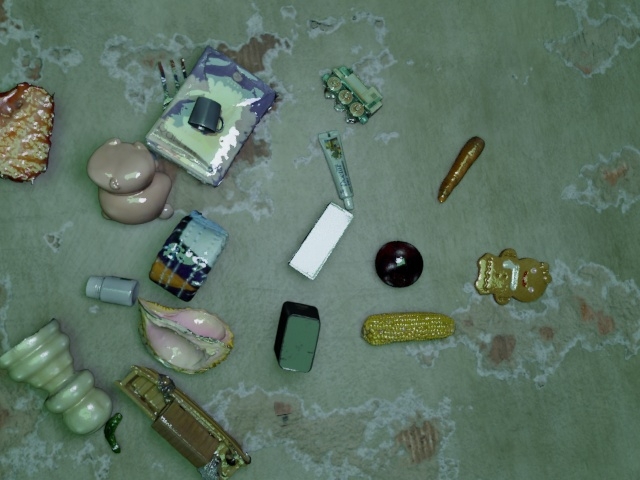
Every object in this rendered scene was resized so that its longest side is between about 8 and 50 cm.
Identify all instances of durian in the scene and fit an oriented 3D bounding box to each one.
[{"bbox_3d":[-0.404,0.294,1.447,0.305,0.185,0.195,21,107,-1],"label":"durian"}]

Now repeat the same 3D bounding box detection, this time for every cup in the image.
[{"bbox_3d":[-0.305,-0.339,1.369,0.100,0.078,0.077,20,86,-44],"label":"cup"}]

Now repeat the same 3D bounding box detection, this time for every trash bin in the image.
[{"bbox_3d":[-0.067,0.274,1.434,0.115,0.225,0.165,13,88,-4],"label":"trash bin"}]

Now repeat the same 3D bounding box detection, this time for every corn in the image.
[{"bbox_3d":[0.271,0.269,1.532,0.292,0.101,0.101,0,89,-6],"label":"corn"}]

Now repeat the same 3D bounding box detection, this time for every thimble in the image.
[{"bbox_3d":[-0.366,0.043,1.411,0.150,0.237,0.237,33,87,-8],"label":"thimble"}]

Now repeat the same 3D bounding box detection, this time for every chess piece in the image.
[{"bbox_3d":[-0.724,0.401,1.411,0.182,0.182,0.330,-38,99,-5],"label":"chess piece"}]

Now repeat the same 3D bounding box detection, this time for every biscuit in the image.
[{"bbox_3d":[0.616,0.120,1.595,0.249,0.035,0.184,11,89,-6],"label":"biscuit"}]

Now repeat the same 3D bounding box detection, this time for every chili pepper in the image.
[{"bbox_3d":[-0.615,0.570,1.475,0.056,0.035,0.117,0,85,11],"label":"chili pepper"}]

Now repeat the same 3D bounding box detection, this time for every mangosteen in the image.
[{"bbox_3d":[0.238,0.065,1.517,0.153,0.152,0.152,0,89,-5],"label":"mangosteen"}]

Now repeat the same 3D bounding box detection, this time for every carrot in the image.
[{"bbox_3d":[0.436,-0.222,1.572,0.059,0.059,0.247,34,89,-4],"label":"carrot"}]

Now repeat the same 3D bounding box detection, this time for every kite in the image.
[{"bbox_3d":[-0.426,-0.422,1.510,0.141,0.015,0.244,-11,96,-8],"label":"kite"}]

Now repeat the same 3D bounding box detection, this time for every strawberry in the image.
[{"bbox_3d":[-0.895,-0.306,1.408,0.254,0.150,0.279,9,86,-26],"label":"strawberry"}]

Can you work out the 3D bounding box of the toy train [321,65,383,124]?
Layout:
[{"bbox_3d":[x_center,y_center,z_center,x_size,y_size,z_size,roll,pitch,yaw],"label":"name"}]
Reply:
[{"bbox_3d":[0.095,-0.450,1.535,0.125,0.081,0.194,-41,91,-15],"label":"toy train"}]

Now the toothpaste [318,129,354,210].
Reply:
[{"bbox_3d":[0.057,-0.217,1.548,0.067,0.037,0.255,-16,87,-5],"label":"toothpaste"}]

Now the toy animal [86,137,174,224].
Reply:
[{"bbox_3d":[-0.529,-0.160,1.397,0.210,0.221,0.229,4,88,-1],"label":"toy animal"}]

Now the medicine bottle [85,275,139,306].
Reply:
[{"bbox_3d":[-0.605,0.144,1.457,0.131,0.080,0.080,11,88,-5],"label":"medicine bottle"}]

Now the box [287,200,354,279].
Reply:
[{"bbox_3d":[0.000,0.000,1.491,0.086,0.129,0.225,33,87,-4],"label":"box"}]

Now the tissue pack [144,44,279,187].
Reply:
[{"bbox_3d":[-0.316,-0.352,1.462,0.242,0.125,0.343,34,88,-11],"label":"tissue pack"}]

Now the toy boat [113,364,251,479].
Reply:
[{"bbox_3d":[-0.401,0.532,1.432,0.136,0.162,0.445,-45,93,-2],"label":"toy boat"}]
